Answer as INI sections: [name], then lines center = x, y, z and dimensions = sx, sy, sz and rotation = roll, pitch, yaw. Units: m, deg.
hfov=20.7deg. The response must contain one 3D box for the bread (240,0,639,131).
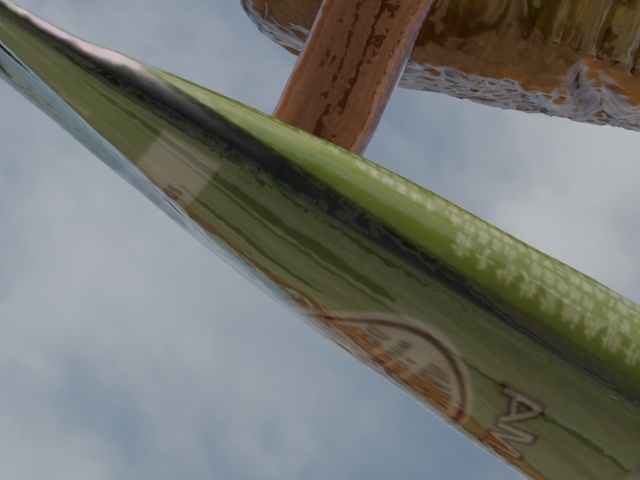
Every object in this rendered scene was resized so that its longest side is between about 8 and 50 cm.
[bread]
center = 0.093, -0.124, 0.763
dimensions = 0.227, 0.253, 0.142
rotation = 14, -82, 17

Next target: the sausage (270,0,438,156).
[sausage]
center = 0.013, -0.072, 0.619
dimensions = 0.040, 0.047, 0.176
rotation = 29, -68, 7

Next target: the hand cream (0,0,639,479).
[hand cream]
center = 0.000, 0.000, 0.437
dimensions = 0.235, 0.055, 0.086
rotation = 30, -9, -10
